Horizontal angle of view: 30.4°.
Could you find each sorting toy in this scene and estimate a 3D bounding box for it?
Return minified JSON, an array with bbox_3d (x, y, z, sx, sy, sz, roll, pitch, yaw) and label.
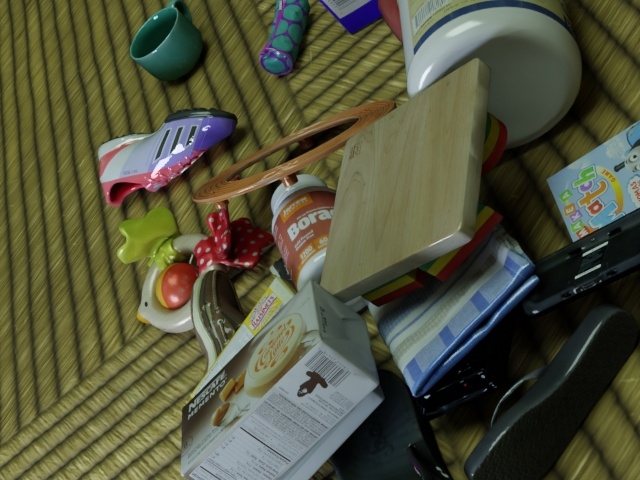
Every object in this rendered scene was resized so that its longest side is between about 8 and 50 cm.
[{"bbox_3d":[0.126,-0.054,1.455,0.255,0.089,0.257,-29,40,45],"label":"sorting toy"}]

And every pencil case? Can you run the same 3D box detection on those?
[{"bbox_3d":[-0.064,-0.369,2.093,0.064,0.070,0.152,-15,49,37],"label":"pencil case"}]

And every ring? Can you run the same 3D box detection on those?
[{"bbox_3d":[-0.036,-0.126,1.765,0.336,0.032,0.336,-25,12,6],"label":"ring"}]

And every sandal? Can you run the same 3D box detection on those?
[{"bbox_3d":[0.248,0.173,1.280,0.254,0.097,0.054,-45,37,-12],"label":"sandal"},{"bbox_3d":[0.087,0.300,1.312,0.167,0.107,0.446,-44,36,7],"label":"sandal"}]

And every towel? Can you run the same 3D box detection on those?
[{"bbox_3d":[0.151,0.057,1.436,0.209,0.034,0.285,-46,19,8],"label":"towel"}]

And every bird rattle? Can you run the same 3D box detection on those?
[{"bbox_3d":[-0.199,0.049,1.860,0.253,0.143,0.207,5,73,33],"label":"bird rattle"}]

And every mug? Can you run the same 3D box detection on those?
[{"bbox_3d":[-0.287,-0.389,2.317,0.158,0.097,0.129,-52,36,-4],"label":"mug"}]

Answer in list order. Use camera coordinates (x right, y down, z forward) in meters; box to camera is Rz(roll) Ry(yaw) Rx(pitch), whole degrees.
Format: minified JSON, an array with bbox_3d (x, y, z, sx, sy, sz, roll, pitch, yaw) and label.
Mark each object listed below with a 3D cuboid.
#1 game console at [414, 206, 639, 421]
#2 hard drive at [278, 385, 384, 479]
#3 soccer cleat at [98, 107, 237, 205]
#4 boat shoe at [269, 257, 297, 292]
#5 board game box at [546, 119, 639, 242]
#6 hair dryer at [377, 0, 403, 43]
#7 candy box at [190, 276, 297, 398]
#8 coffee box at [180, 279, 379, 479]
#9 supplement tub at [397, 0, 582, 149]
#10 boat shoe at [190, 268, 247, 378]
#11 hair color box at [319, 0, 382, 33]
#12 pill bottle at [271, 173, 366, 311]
[{"bbox_3d":[0.249,0.064,1.328,0.361,0.044,0.213,-33,24,39],"label":"game console"},{"bbox_3d":[-0.052,0.254,1.497,0.307,0.040,0.203,-49,21,10],"label":"hard drive"},{"bbox_3d":[-0.273,-0.150,2.106,0.318,0.108,0.117,-15,70,33],"label":"soccer cleat"},{"bbox_3d":[-0.035,0.055,1.711,0.038,0.046,0.125,-52,28,4],"label":"boat shoe"},{"bbox_3d":[0.385,-0.069,1.391,0.211,0.039,0.160,-35,39,20],"label":"board game box"},{"bbox_3d":[0.189,-0.407,1.857,0.223,0.080,0.294,1,59,45],"label":"hair dryer"},{"bbox_3d":[-0.086,0.158,1.558,0.206,0.027,0.105,-54,41,8],"label":"candy box"},{"bbox_3d":[-0.054,0.187,1.410,0.246,0.098,0.141,-45,22,18],"label":"coffee box"},{"bbox_3d":[0.221,-0.303,1.606,0.228,0.228,0.316,-28,42,26],"label":"supplement tub"},{"bbox_3d":[-0.117,0.142,1.682,0.095,0.095,0.258,-31,52,24],"label":"boat shoe"},{"bbox_3d":[0.040,-0.545,2.044,0.110,0.185,0.339,-27,43,27],"label":"hair color box"},{"bbox_3d":[0.000,0.000,1.656,0.121,0.121,0.216,-41,37,11],"label":"pill bottle"}]
